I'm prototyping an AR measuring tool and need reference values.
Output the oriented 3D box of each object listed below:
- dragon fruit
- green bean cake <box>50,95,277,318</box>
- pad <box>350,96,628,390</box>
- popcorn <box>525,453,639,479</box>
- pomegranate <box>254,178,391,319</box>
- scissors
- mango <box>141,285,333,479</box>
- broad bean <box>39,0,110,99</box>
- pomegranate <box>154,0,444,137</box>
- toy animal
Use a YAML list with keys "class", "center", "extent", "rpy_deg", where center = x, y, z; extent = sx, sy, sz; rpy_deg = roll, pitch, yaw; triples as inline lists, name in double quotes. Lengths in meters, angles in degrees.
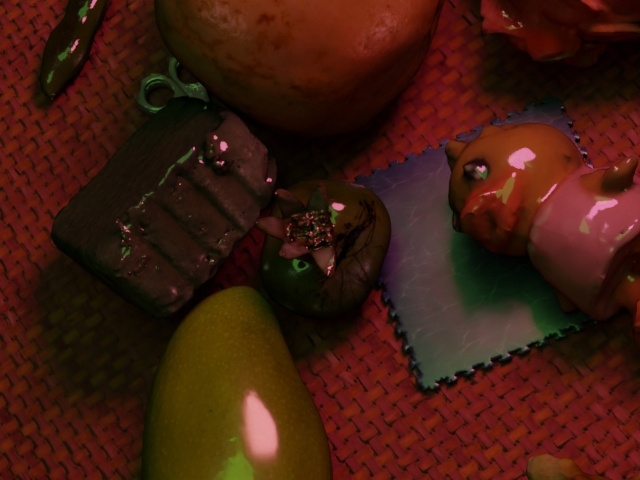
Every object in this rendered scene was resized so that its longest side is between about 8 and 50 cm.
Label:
- class: "dragon fruit"
  center: [0.272, -0.326, 1.643]
  extent: [0.306, 0.226, 0.305]
  rpy_deg: [18, 50, -23]
- class: "green bean cake"
  center: [-0.160, -0.043, 1.642]
  extent: [0.227, 0.125, 0.222]
  rpy_deg: [-53, 25, -7]
- class: "pad"
  center: [0.184, -0.001, 1.657]
  extent: [0.270, 0.012, 0.269]
  rpy_deg: [-24, 66, 3]
- class: "popcorn"
  center: [0.250, 0.324, 1.420]
  extent: [0.256, 0.195, 0.254]
  rpy_deg: [-8, 61, 30]
- class: "pomegranate"
  center: [0.000, 0.000, 1.598]
  extent: [0.131, 0.191, 0.152]
  rpy_deg: [9, 75, 13]
- class: "scissors"
  center: [-0.132, -0.140, 1.781]
  extent: [0.100, 0.015, 0.189]
  rpy_deg: [-40, 67, -7]
- class: "mango"
  center: [-0.085, 0.203, 1.558]
  extent: [0.192, 0.156, 0.343]
  rpy_deg: [-6, 66, 8]
- class: "broad bean"
  center: [-0.285, -0.280, 1.853]
  extent: [0.065, 0.046, 0.254]
  rpy_deg: [4, 68, 21]
- class: "pomegranate"
  center: [-0.033, -0.279, 1.657]
  extent: [0.343, 0.342, 0.342]
  rpy_deg: [-4, 68, 11]
- class: "toy animal"
  center: [0.244, -0.031, 1.566]
  extent: [0.281, 0.195, 0.169]
  rpy_deg: [26, 37, 16]
